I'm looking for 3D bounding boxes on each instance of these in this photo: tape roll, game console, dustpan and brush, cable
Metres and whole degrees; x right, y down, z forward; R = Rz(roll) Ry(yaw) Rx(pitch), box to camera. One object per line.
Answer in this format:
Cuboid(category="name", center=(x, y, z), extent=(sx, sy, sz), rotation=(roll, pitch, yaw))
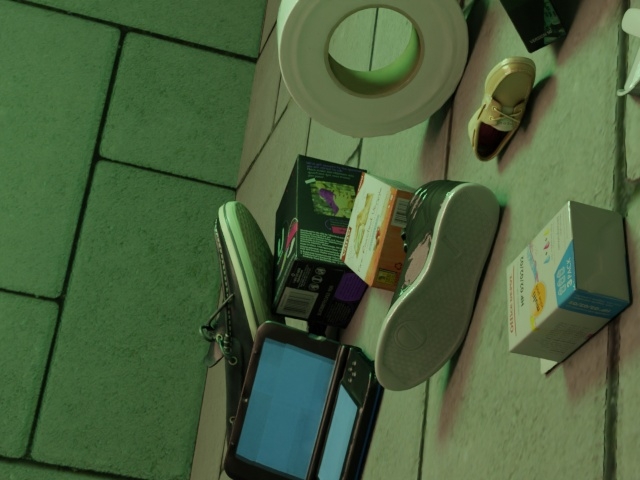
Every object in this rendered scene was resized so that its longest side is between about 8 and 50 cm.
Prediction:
Cuboid(category="tape roll", center=(0.076, -0.300, 1.696), extent=(0.100, 0.286, 0.286), rotation=(-99, 25, -57))
Cuboid(category="game console", center=(-0.036, 0.309, 1.849), extent=(0.250, 0.173, 0.293), rotation=(-138, 61, -76))
Cuboid(category="dustpan and brush", center=(0.319, -0.193, 1.037), extent=(0.211, 0.060, 0.147), rotation=(-116, 40, -70))
Cuboid(category="cable", center=(-0.010, 0.166, 2.131), extent=(0.150, 0.047, 0.184), rotation=(-88, -2, -76))

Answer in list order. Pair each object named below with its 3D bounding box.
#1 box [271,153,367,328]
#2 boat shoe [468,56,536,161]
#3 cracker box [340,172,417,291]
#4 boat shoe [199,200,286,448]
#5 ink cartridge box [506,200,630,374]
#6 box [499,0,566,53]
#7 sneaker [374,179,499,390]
Cuboid(category="box", center=(0.000, 0.000, 2.051), extent=(0.270, 0.143, 0.165), rotation=(-90, 17, -45))
Cuboid(category="boat shoe", center=(0.229, -0.160, 1.410), extent=(0.170, 0.063, 0.059), rotation=(105, 168, -58))
Cuboid(category="cracker box", center=(0.101, -0.016, 1.802), extent=(0.232, 0.067, 0.155), rotation=(-138, 62, -76))
Cuboid(category="boat shoe", center=(-0.144, 0.179, 2.074), extent=(0.187, 0.156, 0.499), rotation=(-44, -56, -76))
Cuboid(category="ink cartridge box", center=(0.239, 0.053, 1.146), extent=(0.181, 0.062, 0.104), rotation=(120, 158, -55))
Cuboid(category="box", center=(0.184, -0.407, 1.351), extent=(0.058, 0.322, 0.232), rotation=(-29, 33, 16))
Cuboid(category="sneaker", center=(0.143, 0.051, 1.495), extent=(0.147, 0.105, 0.295), rotation=(-118, 48, -73))
